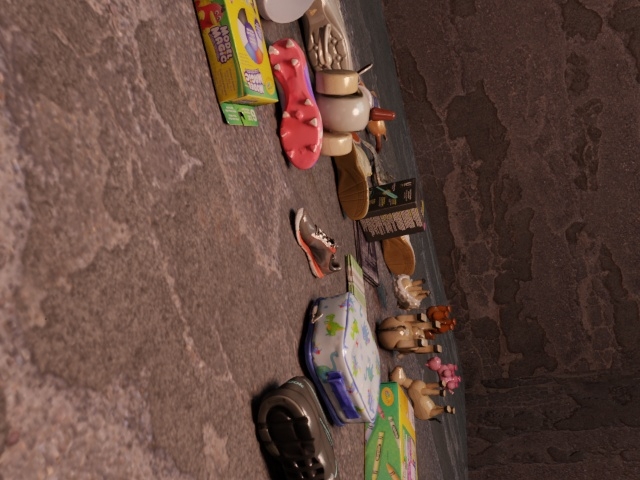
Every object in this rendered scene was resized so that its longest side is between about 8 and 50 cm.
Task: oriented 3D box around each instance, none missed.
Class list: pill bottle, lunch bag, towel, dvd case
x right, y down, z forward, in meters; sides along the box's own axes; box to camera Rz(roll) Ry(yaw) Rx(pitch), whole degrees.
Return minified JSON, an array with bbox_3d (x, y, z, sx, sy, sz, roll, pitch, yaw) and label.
[{"bbox_3d":[0.120,-0.395,1.542,0.169,0.094,0.094,-19,98,-72],"label":"pill bottle"},{"bbox_3d":[0.044,0.218,0.956,0.176,0.090,0.219,-79,153,-51],"label":"lunch bag"},{"bbox_3d":[0.084,0.121,1.262,0.113,0.023,0.152,53,29,-59],"label":"towel"},{"bbox_3d":[0.124,0.005,1.448,0.164,0.018,0.221,39,44,-62],"label":"dvd case"}]

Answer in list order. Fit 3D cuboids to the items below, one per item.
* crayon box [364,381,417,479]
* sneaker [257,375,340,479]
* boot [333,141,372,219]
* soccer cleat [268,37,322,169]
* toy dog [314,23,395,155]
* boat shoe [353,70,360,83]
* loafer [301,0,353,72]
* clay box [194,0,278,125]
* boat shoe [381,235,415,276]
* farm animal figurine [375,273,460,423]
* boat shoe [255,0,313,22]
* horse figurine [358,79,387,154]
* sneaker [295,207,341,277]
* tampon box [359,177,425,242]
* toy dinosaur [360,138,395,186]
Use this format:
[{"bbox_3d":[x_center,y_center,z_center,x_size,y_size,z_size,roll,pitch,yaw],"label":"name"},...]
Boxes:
[{"bbox_3d":[0.160,0.482,1.178,0.165,0.081,0.279,60,26,-45],"label":"crayon box"},{"bbox_3d":[-0.007,0.316,0.727,0.106,0.101,0.268,-32,111,-74],"label":"sneaker"},{"bbox_3d":[0.092,-0.156,1.350,0.165,0.077,0.213,1,76,-74],"label":"boot"},{"bbox_3d":[-0.041,-0.255,0.992,0.095,0.083,0.248,-8,85,-77],"label":"soccer cleat"},{"bbox_3d":[0.065,-0.295,1.110,0.220,0.160,0.334,97,-3,-45],"label":"toy dog"},{"bbox_3d":[0.073,-0.459,1.484,0.184,0.063,0.066,-16,95,-73],"label":"boat shoe"},{"bbox_3d":[0.010,-0.516,1.243,0.111,0.112,0.320,-55,132,-55],"label":"loafer"},{"bbox_3d":[-0.123,-0.288,0.791,0.127,0.053,0.222,-36,113,-70],"label":"clay box"},{"bbox_3d":[0.243,-0.009,1.694,0.096,0.098,0.277,-72,146,-55],"label":"boat shoe"},{"bbox_3d":[0.258,0.307,1.479,0.327,0.172,0.330,48,42,-38],"label":"farm animal figurine"},{"bbox_3d":[-0.061,-0.537,1.042,0.306,0.104,0.113,-61,152,-27],"label":"boat shoe"},{"bbox_3d":[0.180,-0.426,1.799,0.174,0.066,0.263,-25,101,-78],"label":"horse figurine"},{"bbox_3d":[0.000,0.000,0.986,0.061,0.064,0.158,-79,153,-49],"label":"sneaker"},{"bbox_3d":[0.191,-0.081,1.412,0.120,0.160,0.101,-77,150,-50],"label":"tampon box"},{"bbox_3d":[0.195,-0.222,1.740,0.118,0.064,0.268,-49,123,-60],"label":"toy dinosaur"}]
